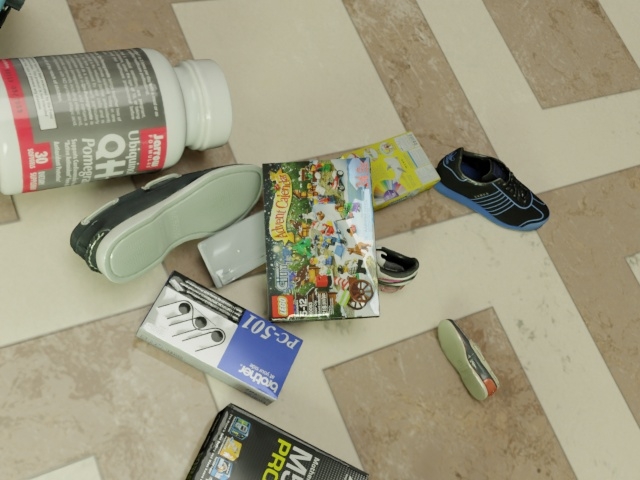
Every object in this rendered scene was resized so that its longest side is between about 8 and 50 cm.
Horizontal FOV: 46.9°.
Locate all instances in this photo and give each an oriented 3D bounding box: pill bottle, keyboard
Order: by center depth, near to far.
[{"bbox_3d":[-0.293,-0.173,1.021,0.319,0.176,0.176,-13,72,-27],"label":"pill bottle"},{"bbox_3d":[-0.068,-0.016,1.116,0.256,0.014,0.072,-30,98,-34],"label":"keyboard"}]

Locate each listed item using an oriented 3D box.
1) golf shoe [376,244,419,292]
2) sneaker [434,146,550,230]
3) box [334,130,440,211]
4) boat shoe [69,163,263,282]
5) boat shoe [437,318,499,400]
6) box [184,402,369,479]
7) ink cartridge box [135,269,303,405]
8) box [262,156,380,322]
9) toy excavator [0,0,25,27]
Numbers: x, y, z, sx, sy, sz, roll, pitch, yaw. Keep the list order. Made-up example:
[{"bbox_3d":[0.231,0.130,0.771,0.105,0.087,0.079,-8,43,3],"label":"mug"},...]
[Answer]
[{"bbox_3d":[0.061,0.026,1.128,0.186,0.086,0.067,11,63,-16],"label":"golf shoe"},{"bbox_3d":[0.310,-0.089,1.282,0.232,0.090,0.081,20,60,-12],"label":"sneaker"},{"bbox_3d":[0.104,-0.110,1.236,0.179,0.043,0.105,-22,76,-32],"label":"box"},{"bbox_3d":[-0.207,-0.047,1.038,0.091,0.114,0.302,27,36,31],"label":"boat shoe"},{"bbox_3d":[0.230,0.180,1.147,0.043,0.049,0.137,-24,79,-33],"label":"boat shoe"},{"bbox_3d":[-0.083,0.372,0.917,0.216,0.060,0.270,30,59,-7],"label":"box"},{"bbox_3d":[-0.137,0.134,1.017,0.207,0.046,0.097,30,60,-7],"label":"ink cartridge box"},{"bbox_3d":[0.000,0.000,1.074,0.159,0.044,0.233,-3,81,0],"label":"box"},{"bbox_3d":[-0.503,-0.226,0.857,0.222,0.433,0.445,26,78,-30],"label":"toy excavator"}]
